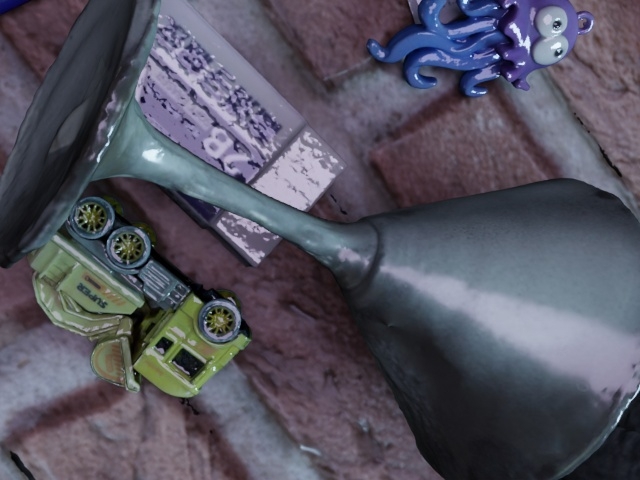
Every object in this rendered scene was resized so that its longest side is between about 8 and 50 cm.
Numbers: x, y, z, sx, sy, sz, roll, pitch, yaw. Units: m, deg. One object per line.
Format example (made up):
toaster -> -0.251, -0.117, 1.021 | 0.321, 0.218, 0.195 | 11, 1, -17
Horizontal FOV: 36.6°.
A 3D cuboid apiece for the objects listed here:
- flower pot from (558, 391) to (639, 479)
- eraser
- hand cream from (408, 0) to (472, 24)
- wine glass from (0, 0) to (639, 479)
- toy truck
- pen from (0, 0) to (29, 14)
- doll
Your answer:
flower pot -> 0.334, 0.210, 0.799 | 0.299, 0.299, 0.283 | 33, 73, -10
eraser -> -0.094, -0.091, 0.807 | 0.210, 0.068, 0.124 | 44, 78, -9
hand cream -> 0.142, -0.249, 0.880 | 0.142, 0.053, 0.084 | -20, 92, 3
wine glass -> 0.000, 0.000, 0.676 | 0.406, 0.267, 0.267 | 25, 83, -27
toy truck -> -0.156, 0.051, 0.782 | 0.191, 0.085, 0.116 | 40, 91, -8
pen -> -0.159, -0.257, 0.816 | 0.269, 0.033, 0.033 | -28, 94, -12
doll -> 0.143, -0.178, 0.859 | 0.205, 0.067, 0.110 | -10, 120, -1
